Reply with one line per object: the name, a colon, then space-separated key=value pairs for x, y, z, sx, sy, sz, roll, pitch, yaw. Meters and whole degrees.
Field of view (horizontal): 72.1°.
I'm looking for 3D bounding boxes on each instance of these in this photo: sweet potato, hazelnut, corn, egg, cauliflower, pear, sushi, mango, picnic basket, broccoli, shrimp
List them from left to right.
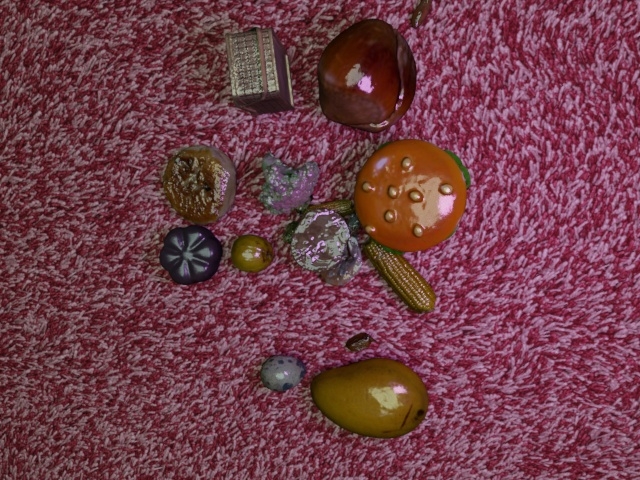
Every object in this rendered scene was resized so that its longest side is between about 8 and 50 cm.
pear: x=-0.263 y=0.050 z=1.681 sx=0.162 sy=0.149 sz=0.148 roll=6 pitch=97 yaw=11
picnic basket: x=-0.211 y=-0.575 z=1.524 sx=0.175 sy=0.313 sz=0.228 roll=-6 pitch=96 yaw=7
cauliflower: x=-0.146 y=-0.229 z=1.629 sx=0.315 sy=0.239 sz=0.256 roll=53 pitch=140 yaw=17
egg: x=-0.146 y=0.517 z=1.720 sx=0.182 sy=0.141 sz=0.141 roll=-7 pitch=95 yaw=0
broccoli: x=-0.079 y=-0.013 z=1.673 sx=0.130 sy=0.131 sz=0.120 roll=31 pitch=138 yaw=-10
corn: x=0.027 y=-0.112 z=1.667 sx=0.207 sy=0.068 sz=0.068 roll=-12 pitch=95 yaw=9
shrimp: x=0.103 y=0.031 z=1.653 sx=0.164 sy=0.062 sz=0.316 roll=32 pitch=101 yaw=25
sushi: x=0.157 y=0.399 z=1.714 sx=0.120 sy=0.052 sz=0.055 roll=-30 pitch=110 yaw=6
hazelnut: x=0.155 y=-0.549 z=1.483 sx=0.315 sy=0.372 sz=0.372 roll=38 pitch=102 yaw=41
mango: x=0.176 y=0.584 z=1.651 sx=0.445 sy=0.220 sz=0.301 roll=5 pitch=99 yaw=10
corn: x=0.296 y=0.125 z=1.637 sx=0.120 sy=0.120 sz=0.363 roll=-40 pitch=88 yaw=9
sweet potato: x=0.386 y=-0.849 z=1.557 sx=0.050 sy=0.050 sz=0.214 roll=34 pitch=96 yaw=2

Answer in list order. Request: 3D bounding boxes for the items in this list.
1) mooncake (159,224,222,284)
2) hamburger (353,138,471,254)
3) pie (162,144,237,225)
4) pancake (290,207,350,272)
mooncake: x=-0.509 y=0.058 z=1.724 sx=0.245 sy=0.133 sz=0.245 roll=0 pitch=90 yaw=2
hamburger: x=0.309 y=-0.160 z=1.486 sx=0.396 sy=0.277 sz=0.395 roll=1 pitch=94 yaw=20
pie: x=-0.472 y=-0.218 z=1.708 sx=0.315 sy=0.092 sz=0.315 roll=1 pitch=97 yaw=8
pancake: x=0.000 y=-0.001 z=1.609 sx=0.222 sy=0.042 sz=0.236 roll=-2 pitch=99 yaw=-5
